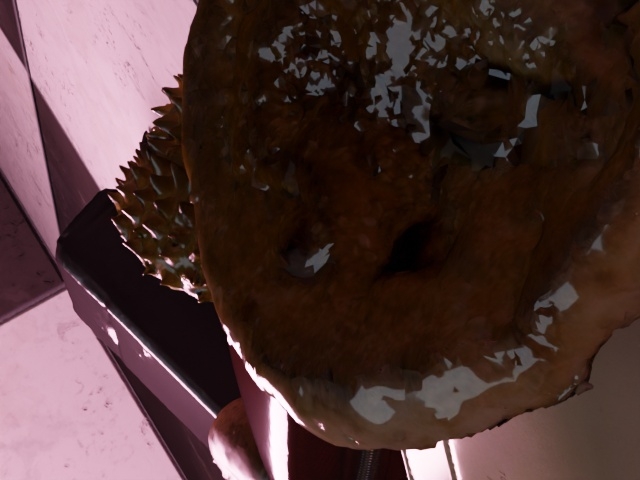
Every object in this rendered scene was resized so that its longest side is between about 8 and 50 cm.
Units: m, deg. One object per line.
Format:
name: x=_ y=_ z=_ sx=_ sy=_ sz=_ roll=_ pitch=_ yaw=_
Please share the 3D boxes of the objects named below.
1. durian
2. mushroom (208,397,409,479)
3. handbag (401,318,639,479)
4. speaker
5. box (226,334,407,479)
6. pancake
durian: x=-0.098 y=-0.041 z=1.417 sx=0.260 sy=0.186 sz=0.154 roll=30 pitch=155 yaw=39
mushroom: x=0.026 y=0.249 z=1.444 sx=0.283 sy=0.195 sz=0.263 roll=-111 pitch=-5 yaw=-51
handbag: x=0.142 y=0.092 z=0.835 sx=0.236 sy=0.160 sz=0.358 roll=35 pitch=151 yaw=44
speaker: x=-0.135 y=0.080 z=1.834 sx=0.388 sy=0.184 sz=0.180 roll=44 pitch=162 yaw=19
box: x=0.000 y=0.000 z=1.078 sx=0.404 sy=0.108 sz=0.263 roll=93 pitch=163 yaw=-49
pancake: x=0.043 y=-0.082 z=0.669 sx=0.356 sy=0.065 sz=0.356 roll=-9 pitch=79 yaw=50
